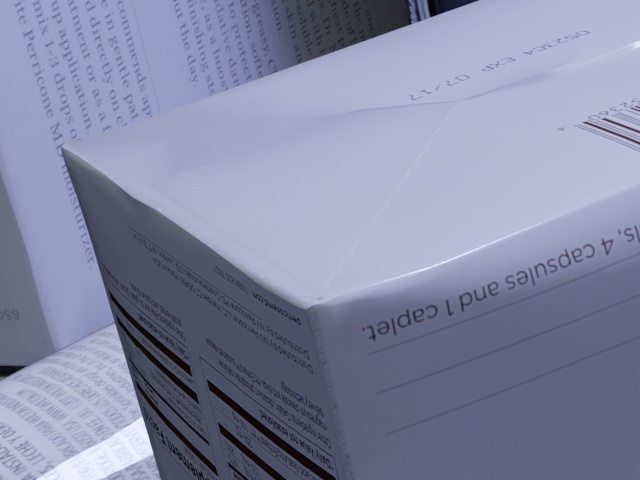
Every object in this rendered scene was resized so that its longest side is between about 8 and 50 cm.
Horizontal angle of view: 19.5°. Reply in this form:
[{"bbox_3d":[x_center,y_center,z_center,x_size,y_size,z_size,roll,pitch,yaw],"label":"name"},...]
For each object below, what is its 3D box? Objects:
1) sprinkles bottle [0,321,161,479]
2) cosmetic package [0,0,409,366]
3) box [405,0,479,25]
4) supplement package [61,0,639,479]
[{"bbox_3d":[-0.068,0.094,0.542,0.355,0.121,0.121,-28,25,-35],"label":"sprinkles bottle"},{"bbox_3d":[-0.096,-0.134,0.994,0.161,0.230,0.453,-1,23,31],"label":"cosmetic package"},{"bbox_3d":[0.190,-0.337,1.003,0.297,0.472,0.480,-8,22,14],"label":"box"},{"bbox_3d":[0.073,0.053,0.447,0.194,0.203,0.149,-21,23,-19],"label":"supplement package"}]
